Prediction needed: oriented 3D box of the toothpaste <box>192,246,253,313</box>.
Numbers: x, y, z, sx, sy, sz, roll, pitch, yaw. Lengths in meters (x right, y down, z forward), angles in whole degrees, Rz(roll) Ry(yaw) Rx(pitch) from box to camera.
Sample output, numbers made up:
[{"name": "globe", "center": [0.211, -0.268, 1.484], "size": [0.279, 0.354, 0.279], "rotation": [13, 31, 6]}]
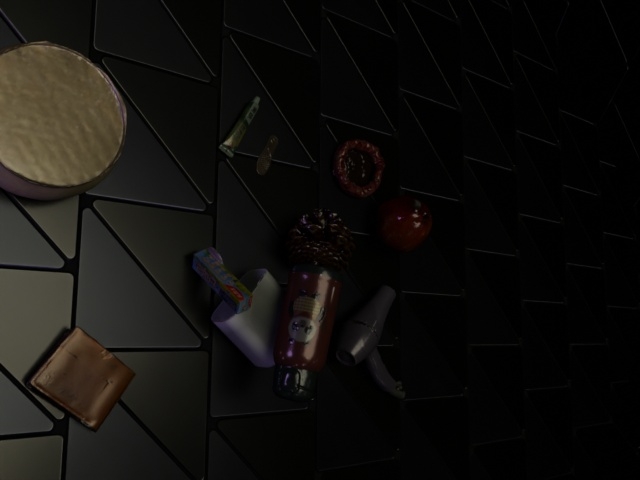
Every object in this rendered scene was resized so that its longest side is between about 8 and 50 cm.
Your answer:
[{"name": "toothpaste", "center": [-0.244, 0.093, 1.574], "size": [0.044, 0.193, 0.070], "rotation": [-25, 144, -38]}]

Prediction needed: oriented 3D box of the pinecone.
[{"name": "pinecone", "center": [0.000, 0.000, 1.794], "size": [0.207, 0.207, 0.208], "rotation": [6, 80, -39]}]

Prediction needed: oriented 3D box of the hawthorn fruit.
[{"name": "hawthorn fruit", "center": [0.276, -0.058, 2.019], "size": [0.185, 0.202, 0.185], "rotation": [14, 68, -36]}]

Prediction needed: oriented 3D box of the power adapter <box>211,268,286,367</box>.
[{"name": "power adapter", "center": [-0.141, 0.226, 1.686], "size": [0.255, 0.124, 0.187], "rotation": [51, 57, -24]}]

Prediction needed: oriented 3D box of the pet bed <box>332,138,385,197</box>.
[{"name": "pet bed", "center": [0.120, -0.230, 2.009], "size": [0.201, 0.053, 0.201], "rotation": [4, 82, -34]}]

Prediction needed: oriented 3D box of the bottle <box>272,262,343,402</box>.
[{"name": "bottle", "center": [-0.037, 0.235, 1.600], "size": [0.144, 0.144, 0.336], "rotation": [21, 73, -36]}]

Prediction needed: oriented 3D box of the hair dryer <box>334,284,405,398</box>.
[{"name": "hair dryer", "center": [0.189, 0.352, 1.979], "size": [0.301, 0.121, 0.361], "rotation": [-50, 124, -42]}]

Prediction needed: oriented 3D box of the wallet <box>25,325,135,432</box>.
[{"name": "wallet", "center": [-0.527, 0.307, 1.410], "size": [0.195, 0.042, 0.161], "rotation": [47, 62, -28]}]

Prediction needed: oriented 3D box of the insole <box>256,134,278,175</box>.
[{"name": "insole", "center": [-0.151, -0.246, 1.816], "size": [0.045, 0.002, 0.135], "rotation": [36, 62, -31]}]

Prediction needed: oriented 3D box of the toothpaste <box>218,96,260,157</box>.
[{"name": "toothpaste", "center": [-0.218, -0.319, 1.753], "size": [0.049, 0.031, 0.204], "rotation": [40, 64, -29]}]

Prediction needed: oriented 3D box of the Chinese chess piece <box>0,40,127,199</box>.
[{"name": "Chinese chess piece", "center": [-0.591, -0.255, 1.365], "size": [0.338, 0.140, 0.338], "rotation": [5, 82, -38]}]
